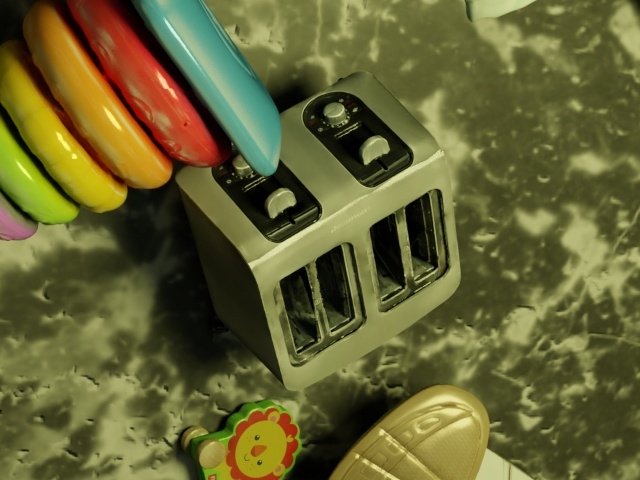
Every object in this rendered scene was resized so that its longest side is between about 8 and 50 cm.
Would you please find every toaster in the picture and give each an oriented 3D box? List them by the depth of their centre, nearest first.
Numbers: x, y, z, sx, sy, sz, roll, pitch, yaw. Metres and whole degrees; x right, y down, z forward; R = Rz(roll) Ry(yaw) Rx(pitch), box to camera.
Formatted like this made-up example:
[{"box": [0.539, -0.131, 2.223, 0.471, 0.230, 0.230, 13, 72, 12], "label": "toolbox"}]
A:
[{"box": [0.000, 0.000, 1.079, 0.168, 0.110, 0.185, -30, 139, -17], "label": "toaster"}]

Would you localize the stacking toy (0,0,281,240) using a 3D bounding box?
[{"box": [-0.193, -0.061, 0.989, 0.302, 0.175, 0.165, -33, 121, 4], "label": "stacking toy"}]

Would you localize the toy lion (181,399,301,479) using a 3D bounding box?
[{"box": [-0.059, 0.176, 1.184, 0.096, 0.034, 0.100, -9, 111, -30], "label": "toy lion"}]

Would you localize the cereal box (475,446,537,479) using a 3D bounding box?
[{"box": [0.157, 0.290, 1.310, 0.240, 0.047, 0.173, 35, 91, -30], "label": "cereal box"}]

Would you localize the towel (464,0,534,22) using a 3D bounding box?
[{"box": [0.165, -0.345, 0.842, 0.321, 0.090, 0.374, -30, 125, -22], "label": "towel"}]

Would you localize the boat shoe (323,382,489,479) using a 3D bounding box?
[{"box": [0.029, 0.228, 1.206, 0.103, 0.092, 0.285, 31, 95, -11], "label": "boat shoe"}]
